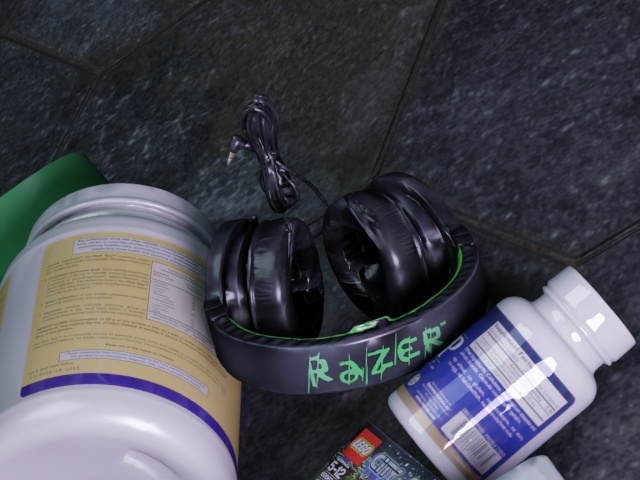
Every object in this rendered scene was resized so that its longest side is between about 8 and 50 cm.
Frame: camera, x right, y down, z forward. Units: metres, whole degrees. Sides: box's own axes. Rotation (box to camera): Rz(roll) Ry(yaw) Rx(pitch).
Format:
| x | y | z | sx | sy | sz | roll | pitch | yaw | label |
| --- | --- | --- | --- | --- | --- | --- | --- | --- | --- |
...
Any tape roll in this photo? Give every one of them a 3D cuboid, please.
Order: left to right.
| x | y | z | sx | sy | sz | roll | pitch | yaw | label |
| --- | --- | --- | --- | --- | --- | --- | --- | --- | --- |
| -0.353 | 0.036 | 2.072 | 0.321 | 0.077 | 0.321 | -41 | -2 | -2 | tape roll |

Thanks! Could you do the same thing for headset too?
| x | y | z | sx | sy | sz | roll | pitch | yaw | label |
| --- | --- | --- | --- | --- | --- | --- | --- | --- | --- |
| 0.000 | 0.000 | 1.733 | 0.243 | 0.185 | 0.394 | -16 | 23 | -7 | headset |

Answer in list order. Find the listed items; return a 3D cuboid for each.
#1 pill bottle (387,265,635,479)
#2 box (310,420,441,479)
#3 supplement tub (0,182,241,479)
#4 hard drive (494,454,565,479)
| x | y | z | sx | sy | sz | roll | pitch | yaw | label |
| --- | --- | --- | --- | --- | --- | --- | --- | --- | --- |
| 0.158 | 0.111 | 1.560 | 0.186 | 0.112 | 0.112 | -40 | 32 | 1 | pill bottle |
| 0.050 | 0.259 | 1.562 | 0.159 | 0.044 | 0.233 | -46 | 33 | -6 | box |
| -0.192 | 0.128 | 1.790 | 0.241 | 0.241 | 0.331 | -27 | 35 | 22 | supplement tub |
| 0.119 | 0.274 | 1.250 | 0.203 | 0.040 | 0.307 | -32 | 26 | 0 | hard drive |
